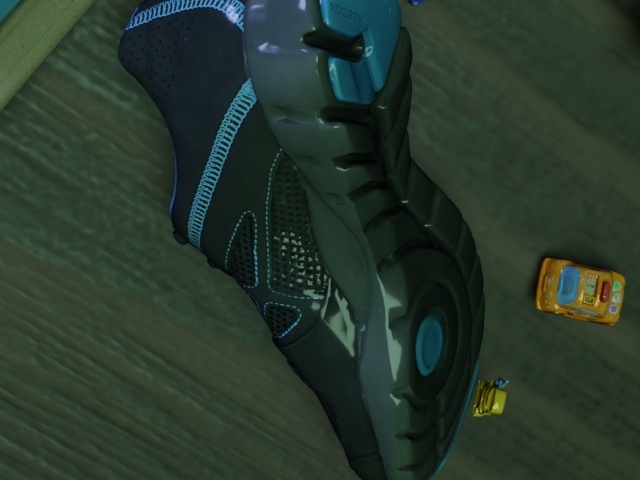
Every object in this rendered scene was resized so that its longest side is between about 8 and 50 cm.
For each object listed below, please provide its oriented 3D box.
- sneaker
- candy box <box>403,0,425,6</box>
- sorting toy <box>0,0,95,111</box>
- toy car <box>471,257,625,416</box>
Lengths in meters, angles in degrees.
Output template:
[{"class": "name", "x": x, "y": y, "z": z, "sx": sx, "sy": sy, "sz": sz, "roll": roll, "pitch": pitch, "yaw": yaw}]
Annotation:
[{"class": "sneaker", "x": 0.000, "y": 0.000, "z": 0.742, "sx": 0.140, "sy": 0.125, "sz": 0.341, "roll": 2, "pitch": 124, "yaw": 29}, {"class": "candy box", "x": 0.077, "y": -0.302, "z": 0.581, "sx": 0.268, "sy": 0.122, "sz": 0.317, "roll": -33, "pitch": 139, "yaw": -1}, {"class": "sorting toy", "x": -0.269, "y": -0.168, "z": 0.636, "sx": 0.307, "sy": 0.041, "sz": 0.229, "roll": 42, "pitch": 75, "yaw": -19}, {"class": "toy car", "x": 0.145, "y": 0.064, "z": 0.794, "sx": 0.060, "sy": 0.040, "sz": 0.122, "roll": 31, "pitch": 79, "yaw": -11}]
